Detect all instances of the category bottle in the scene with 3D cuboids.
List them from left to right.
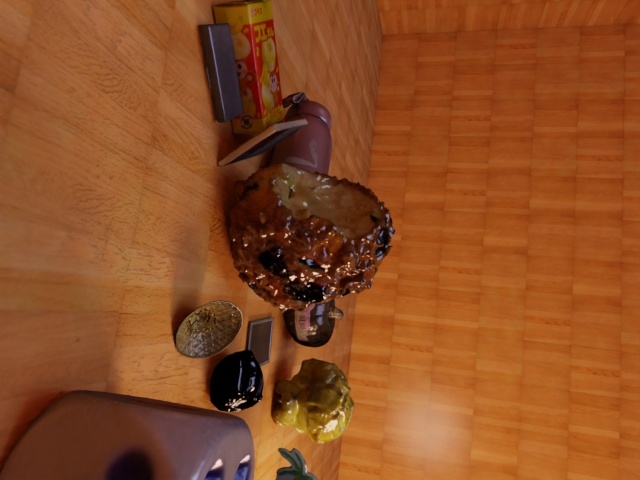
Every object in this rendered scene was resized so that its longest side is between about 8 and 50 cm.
[{"bbox_3d":[-0.058,-0.269,1.294,0.206,0.173,0.296,41,53,-48],"label":"bottle"}]

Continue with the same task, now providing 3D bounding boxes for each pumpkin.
[{"bbox_3d":[-0.013,0.245,1.563,0.260,0.190,0.259,6,90,-76],"label":"pumpkin"}]

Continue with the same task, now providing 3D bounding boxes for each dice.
[{"bbox_3d":[-0.243,0.343,0.587,0.243,0.260,0.251,59,39,-63],"label":"dice"}]

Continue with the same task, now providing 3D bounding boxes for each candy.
[{"bbox_3d":[-0.157,-0.397,1.032,0.146,0.088,0.275,-62,153,-54],"label":"candy"}]

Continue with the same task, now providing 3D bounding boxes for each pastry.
[{"bbox_3d":[-0.037,0.010,1.096,0.292,0.406,0.337,-95,-155,-46],"label":"pastry"}]

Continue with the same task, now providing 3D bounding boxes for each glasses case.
[{"bbox_3d":[-0.208,-0.350,0.940,0.072,0.042,0.190,-53,145,-52],"label":"glasses case"}]

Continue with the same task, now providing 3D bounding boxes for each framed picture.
[{"bbox_3d":[-0.177,0.299,1.306,0.183,0.011,0.141,20,75,-75],"label":"framed picture"}]

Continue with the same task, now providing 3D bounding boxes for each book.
[{"bbox_3d":[-0.130,-0.236,1.068,0.022,0.162,0.232,60,22,-9],"label":"book"}]

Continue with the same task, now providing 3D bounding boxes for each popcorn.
[{"bbox_3d":[-0.022,0.521,1.478,0.225,0.277,0.276,61,36,-56],"label":"popcorn"}]

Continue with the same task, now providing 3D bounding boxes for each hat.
[{"bbox_3d":[-0.242,0.169,0.936,0.146,0.067,0.145,-21,130,-27],"label":"hat"}]

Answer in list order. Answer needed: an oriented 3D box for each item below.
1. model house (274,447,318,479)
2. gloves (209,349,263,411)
[{"bbox_3d":[-0.082,0.721,1.061,0.300,0.324,0.339,-99,-172,-75],"label":"model house"},{"bbox_3d":[-0.191,0.343,1.091,0.164,0.124,0.203,-65,155,-5],"label":"gloves"}]
